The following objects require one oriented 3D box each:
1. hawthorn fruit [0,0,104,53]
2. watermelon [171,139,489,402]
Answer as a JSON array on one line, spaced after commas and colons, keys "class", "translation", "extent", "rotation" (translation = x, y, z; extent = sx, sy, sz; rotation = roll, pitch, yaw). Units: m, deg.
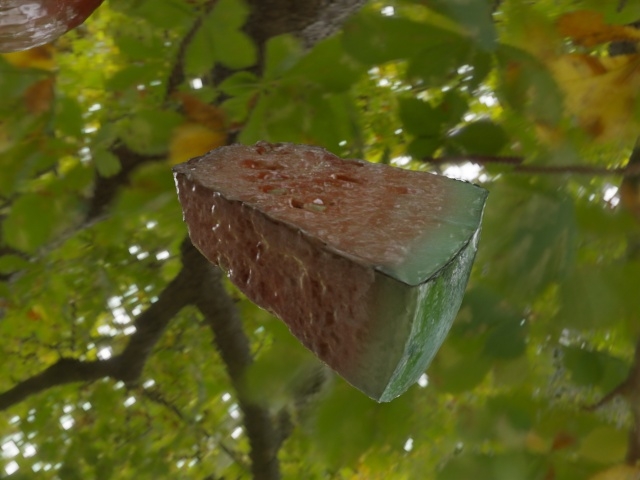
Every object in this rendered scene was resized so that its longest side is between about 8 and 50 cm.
[{"class": "hawthorn fruit", "translation": [-0.190, -0.211, 0.653], "extent": [0.258, 0.258, 0.261], "rotation": [41, -88, 6]}, {"class": "watermelon", "translation": [0.000, 0.000, 1.133], "extent": [0.257, 0.193, 0.139], "rotation": [25, -64, 18]}]
